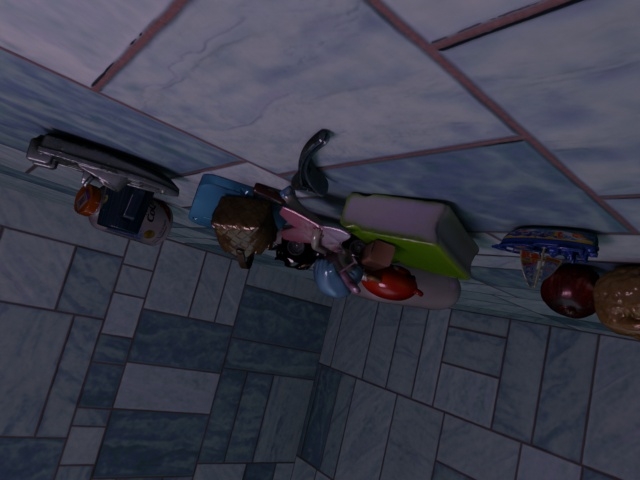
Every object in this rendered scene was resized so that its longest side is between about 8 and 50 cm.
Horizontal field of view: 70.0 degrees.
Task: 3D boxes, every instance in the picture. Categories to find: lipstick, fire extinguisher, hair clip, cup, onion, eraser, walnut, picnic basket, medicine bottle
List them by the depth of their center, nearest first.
[{"bbox_3d":[-0.016,-0.121,0.728,0.070,0.039,0.229,15,170,0],"label":"hair clip"},{"bbox_3d":[0.632,0.123,0.881,0.155,0.156,0.184,18,168,-24],"label":"walnut"},{"bbox_3d":[0.109,0.032,0.920,0.045,0.045,0.145,22,171,-2],"label":"lipstick"},{"bbox_3d":[0.192,-0.006,0.942,0.209,0.092,0.274,12,171,31],"label":"eraser"},{"bbox_3d":[0.563,0.113,1.018,0.131,0.131,0.131,14,171,2],"label":"onion"},{"bbox_3d":[-0.104,-0.098,1.024,0.100,0.032,0.046,22,159,-13],"label":"fire extinguisher"},{"bbox_3d":[-0.170,-0.011,1.067,0.137,0.128,0.179,7,137,8],"label":"picnic basket"},{"bbox_3d":[-0.530,-0.103,1.254,0.131,0.155,0.176,19,171,-34],"label":"cup"},{"bbox_3d":[-0.645,-0.090,1.503,0.156,0.157,0.288,8,169,36],"label":"medicine bottle"}]

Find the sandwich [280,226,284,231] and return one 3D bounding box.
[{"bbox_3d":[-0.044,0.027,1.529,0.257,0.096,0.094,22,174,-29],"label":"sandwich"}]

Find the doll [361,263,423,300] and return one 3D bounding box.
[{"bbox_3d":[0.139,0.094,1.094,0.217,0.085,0.183,9,178,36],"label":"doll"}]

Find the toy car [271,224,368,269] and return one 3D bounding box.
[{"bbox_3d":[0.030,0.021,1.172,0.300,0.118,0.193,-2,168,4],"label":"toy car"}]

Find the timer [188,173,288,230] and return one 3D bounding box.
[{"bbox_3d":[-0.200,-0.093,1.157,0.231,0.092,0.250,18,158,-19],"label":"timer"}]

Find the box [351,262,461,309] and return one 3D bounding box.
[{"bbox_3d":[0.246,0.131,1.457,0.348,0.141,0.288,11,176,-26],"label":"box"}]

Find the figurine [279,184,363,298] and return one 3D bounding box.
[{"bbox_3d":[-0.010,0.007,0.957,0.260,0.102,0.205,56,172,0],"label":"figurine"}]

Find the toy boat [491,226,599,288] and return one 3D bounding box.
[{"bbox_3d":[0.389,0.032,0.811,0.174,0.110,0.091,9,170,39],"label":"toy boat"}]

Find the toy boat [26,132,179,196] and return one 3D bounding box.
[{"bbox_3d":[-0.486,-0.157,1.054,0.319,0.092,0.141,16,173,-20],"label":"toy boat"}]
